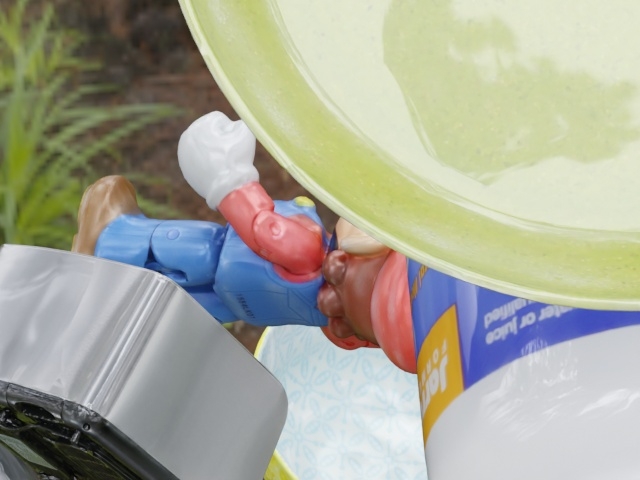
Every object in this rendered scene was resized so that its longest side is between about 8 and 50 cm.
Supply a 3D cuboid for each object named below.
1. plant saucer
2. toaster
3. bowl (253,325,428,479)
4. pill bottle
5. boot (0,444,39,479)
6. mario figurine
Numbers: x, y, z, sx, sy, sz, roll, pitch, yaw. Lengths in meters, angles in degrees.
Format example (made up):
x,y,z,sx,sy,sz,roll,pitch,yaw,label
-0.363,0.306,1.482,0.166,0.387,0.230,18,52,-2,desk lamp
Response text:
x,y,z,sx,sy,sz,roll,pitch,yaw,label
0.078,-0.099,0.476,0.241,0.037,0.241,-1,81,4,plant saucer
-0.137,0.090,1.112,0.168,0.186,0.110,7,62,41,toaster
0.051,0.196,1.741,0.289,0.156,0.289,12,51,-15,bowl
0.107,0.031,0.625,0.152,0.152,0.272,-1,55,-2,pill bottle
-0.349,0.228,1.750,0.236,0.085,0.178,20,20,-34,boot
0.000,0.000,1.282,0.320,0.170,0.198,3,1,24,mario figurine
